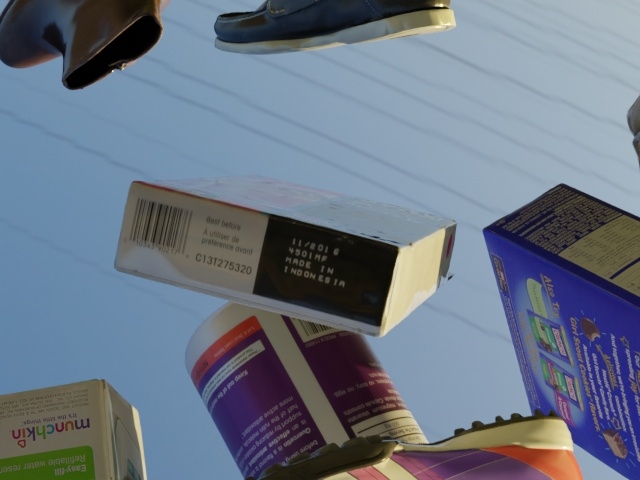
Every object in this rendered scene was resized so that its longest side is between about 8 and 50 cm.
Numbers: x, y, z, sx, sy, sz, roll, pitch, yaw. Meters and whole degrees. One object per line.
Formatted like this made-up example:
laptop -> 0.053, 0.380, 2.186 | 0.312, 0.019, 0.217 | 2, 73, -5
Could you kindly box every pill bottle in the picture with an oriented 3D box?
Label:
pill bottle -> 0.005, 0.205, 1.232 | 0.181, 0.181, 0.323 | -8, -121, -45

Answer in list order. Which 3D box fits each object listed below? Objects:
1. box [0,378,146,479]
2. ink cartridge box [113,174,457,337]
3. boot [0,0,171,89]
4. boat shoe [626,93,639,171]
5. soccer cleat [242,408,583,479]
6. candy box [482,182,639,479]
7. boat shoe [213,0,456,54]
box -> -0.235, 0.224, 0.735 | 0.261, 0.127, 0.231 | -10, -107, 0
ink cartridge box -> 0.000, 0.000, 0.901 | 0.175, 0.069, 0.371 | 14, -175, 12
boot -> -0.259, -0.218, 1.265 | 0.090, 0.248, 0.207 | 50, -158, -31
boat shoe -> 0.204, -0.083, 0.268 | 0.103, 0.302, 0.113 | 55, -161, 15
soccer cleat -> 0.059, 0.194, 0.815 | 0.318, 0.108, 0.116 | -4, -116, -34
candy box -> 0.325, 0.118, 1.202 | 0.122, 0.268, 0.317 | -31, -147, -18
boat shoe -> 0.004, -0.184, 0.928 | 0.233, 0.079, 0.084 | -1, -167, 46
